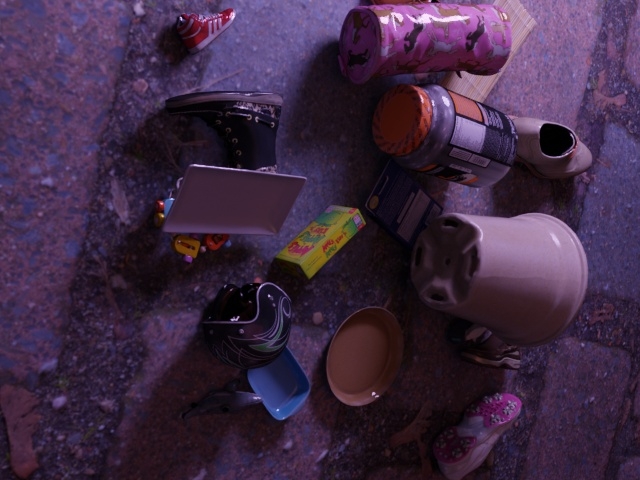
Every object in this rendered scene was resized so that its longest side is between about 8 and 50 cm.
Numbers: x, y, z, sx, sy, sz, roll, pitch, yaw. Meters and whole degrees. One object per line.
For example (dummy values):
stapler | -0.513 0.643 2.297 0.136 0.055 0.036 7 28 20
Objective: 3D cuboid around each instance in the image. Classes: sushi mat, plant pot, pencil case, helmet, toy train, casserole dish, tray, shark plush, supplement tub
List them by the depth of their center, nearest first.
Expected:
tray | -0.159 -0.076 1.271 0.270 0.030 0.145 1 127 -44
toy train | -0.244 -0.030 1.278 0.125 0.046 0.166 -53 123 -31
helmet | -0.140 0.167 1.317 0.169 0.169 0.162 43 55 -35
shark plush | -0.197 0.320 1.360 0.161 0.067 0.073 8 94 -38
casserole dish | -0.095 0.294 1.455 0.114 0.037 0.188 -43 120 -24
pencil case | 0.225 -0.422 1.466 0.386 0.160 0.167 -10 119 -29
supplement tub | 0.280 -0.237 1.548 0.316 0.193 0.194 11 92 -38
plant pot | 0.098 0.268 1.602 0.236 0.032 0.236 -7 102 -36
plant pot | 0.391 0.072 1.612 0.305 0.334 0.334 11 91 -35
sushi mat | 0.400 -0.442 1.664 0.151 0.019 0.316 32 94 -35

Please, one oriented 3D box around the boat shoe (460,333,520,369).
boat shoe | 0.461 0.291 1.855 0.257 0.095 0.095 16 85 -50

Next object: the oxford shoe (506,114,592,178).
oxford shoe | 0.638 -0.239 1.853 0.397 0.146 0.140 6 94 -39

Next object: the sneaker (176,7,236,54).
sneaker | -0.207 -0.398 1.237 0.118 0.042 0.067 -49 127 -18

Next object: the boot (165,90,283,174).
boot | -0.170 -0.187 1.278 0.236 0.085 0.179 -10 106 -37

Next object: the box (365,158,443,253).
box | 0.190 -0.079 1.606 0.225 0.036 0.136 39 74 -37

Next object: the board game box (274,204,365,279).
board game box | 0.000 0.000 1.438 0.181 0.092 0.043 -44 122 -24

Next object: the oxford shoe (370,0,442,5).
oxford shoe | 0.198 -0.528 1.508 0.212 0.076 0.076 1 99 -36

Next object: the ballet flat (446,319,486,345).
ballet flat | 0.422 0.218 1.819 0.203 0.074 0.074 -28 114 -31

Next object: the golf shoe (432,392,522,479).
golf shoe | 0.429 0.533 1.871 0.306 0.115 0.140 -29 125 -23
